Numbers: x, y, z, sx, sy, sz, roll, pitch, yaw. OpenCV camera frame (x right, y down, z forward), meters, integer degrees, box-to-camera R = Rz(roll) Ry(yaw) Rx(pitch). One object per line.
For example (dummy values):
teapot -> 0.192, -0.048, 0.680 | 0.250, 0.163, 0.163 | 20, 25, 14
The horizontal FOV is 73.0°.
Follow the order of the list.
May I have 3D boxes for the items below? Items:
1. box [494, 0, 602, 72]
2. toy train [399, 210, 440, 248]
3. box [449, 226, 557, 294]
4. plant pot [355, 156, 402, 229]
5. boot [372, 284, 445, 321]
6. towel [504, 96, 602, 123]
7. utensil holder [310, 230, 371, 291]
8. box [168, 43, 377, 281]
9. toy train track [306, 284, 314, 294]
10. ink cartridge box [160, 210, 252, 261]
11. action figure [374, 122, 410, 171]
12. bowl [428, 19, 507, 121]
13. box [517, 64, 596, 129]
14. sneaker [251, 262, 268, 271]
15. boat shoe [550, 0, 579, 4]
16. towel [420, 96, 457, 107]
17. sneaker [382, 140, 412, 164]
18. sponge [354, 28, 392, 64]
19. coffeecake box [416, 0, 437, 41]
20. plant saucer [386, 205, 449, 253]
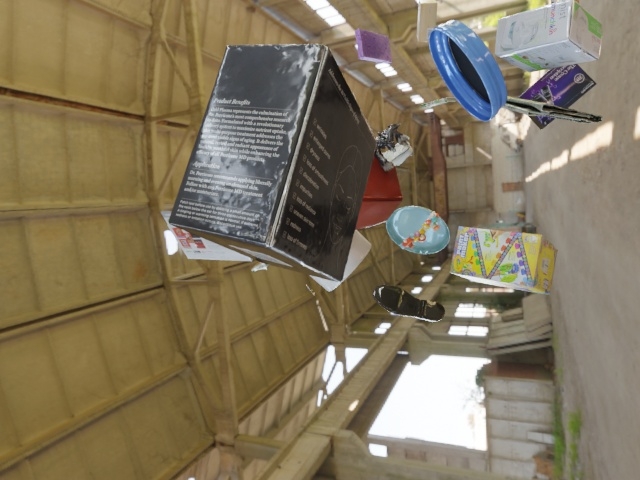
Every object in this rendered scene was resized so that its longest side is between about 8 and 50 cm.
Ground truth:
box -> 0.743, -0.651, 1.409 | 0.262, 0.231, 0.126 | -2, -83, -40
toy train -> 0.353, -0.026, 1.491 | 0.046, 0.166, 0.125 | 48, -163, 15
box -> 0.666, 0.073, 1.564 | 0.290, 0.279, 0.177 | 17, -96, -51
plant pot -> 0.185, -0.200, 1.795 | 0.267, 0.236, 0.267 | 121, 147, -56
boot -> 0.368, 0.276, 1.832 | 0.115, 0.305, 0.112 | 54, -125, -69
towel -> 0.856, -0.505, 1.683 | 0.324, 0.312, 0.056 | -127, 45, -60
utensil holder -> 0.000, 0.000, 2.028 | 0.385, 0.327, 0.327 | 42, -147, -2
box -> -0.083, -0.176, 1.171 | 0.480, 0.298, 0.471 | 36, -111, -64
toy train track -> -0.054, 0.277, 2.438 | 0.014, 0.083, 0.048 | -37, -32, -10
ink cartridge box -> -0.431, -0.055, 1.730 | 0.271, 0.310, 0.130 | 73, -153, -43
action figure -> 0.273, -0.373, 1.720 | 0.141, 0.164, 0.275 | 42, -172, -1
bowl -> 0.540, -0.620, 1.587 | 0.391, 0.077, 0.391 | 54, -171, -12
box -> 1.039, -0.655, 1.927 | 0.184, 0.261, 0.103 | 49, -163, 4
sneaker -> -0.201, 0.091, 1.495 | 0.037, 0.083, 0.032 | 52, -162, -18
boat shoe -> 0.869, -0.917, 1.567 | 0.096, 0.098, 0.276 | -164, 71, -72
towel -> 0.602, -0.697, 2.201 | 0.113, 0.152, 0.023 | -17, -80, -44
sneaker -> 0.372, -0.417, 2.250 | 0.095, 0.235, 0.090 | 45, -161, -51
sponge -> 0.230, -0.832, 1.863 | 0.210, 0.031, 0.117 | -14, -85, -44
coffeecake box -> 0.438, -0.913, 1.790 | 0.185, 0.068, 0.142 | -75, -16, -55
plant saucer -> 0.487, -0.058, 2.161 | 0.043, 0.318, 0.317 | -60, -38, -38
